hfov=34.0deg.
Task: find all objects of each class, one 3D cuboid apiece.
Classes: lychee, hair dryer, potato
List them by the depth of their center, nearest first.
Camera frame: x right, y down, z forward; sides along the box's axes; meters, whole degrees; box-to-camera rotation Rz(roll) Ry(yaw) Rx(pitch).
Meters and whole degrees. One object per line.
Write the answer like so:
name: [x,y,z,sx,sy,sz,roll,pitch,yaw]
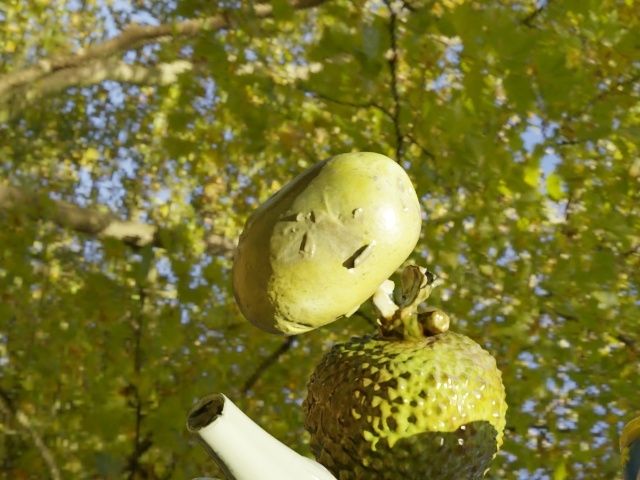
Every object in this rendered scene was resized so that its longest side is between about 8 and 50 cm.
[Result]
hair dryer: [-0.079,0.203,0.924,0.225,0.219,0.088,12,-128,28]
potato: [0.001,0.001,1.211,0.228,0.148,0.197,-23,-123,24]
lychee: [0.113,0.224,1.384,0.270,0.270,0.320,45,-42,40]

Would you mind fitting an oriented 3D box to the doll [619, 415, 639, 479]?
doll: [0.398,0.317,1.164,0.159,0.311,0.242,11,-126,12]
